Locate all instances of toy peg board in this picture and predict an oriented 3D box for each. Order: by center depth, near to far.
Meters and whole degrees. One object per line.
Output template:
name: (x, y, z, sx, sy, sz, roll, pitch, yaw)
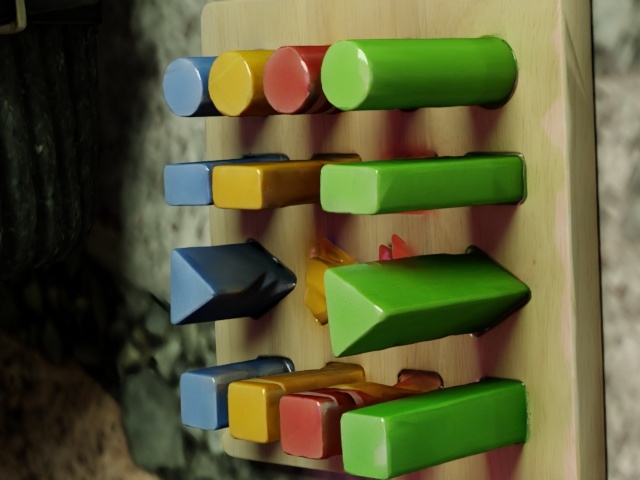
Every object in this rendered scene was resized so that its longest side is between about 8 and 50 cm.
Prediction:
toy peg board: (0.000, 0.000, 0.629, 0.161, 0.079, 0.161, 2, 96, 45)

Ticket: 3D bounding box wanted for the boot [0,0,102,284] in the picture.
boot: (-0.190, -0.109, 0.624, 0.131, 0.348, 0.260, 23, 106, 42)
